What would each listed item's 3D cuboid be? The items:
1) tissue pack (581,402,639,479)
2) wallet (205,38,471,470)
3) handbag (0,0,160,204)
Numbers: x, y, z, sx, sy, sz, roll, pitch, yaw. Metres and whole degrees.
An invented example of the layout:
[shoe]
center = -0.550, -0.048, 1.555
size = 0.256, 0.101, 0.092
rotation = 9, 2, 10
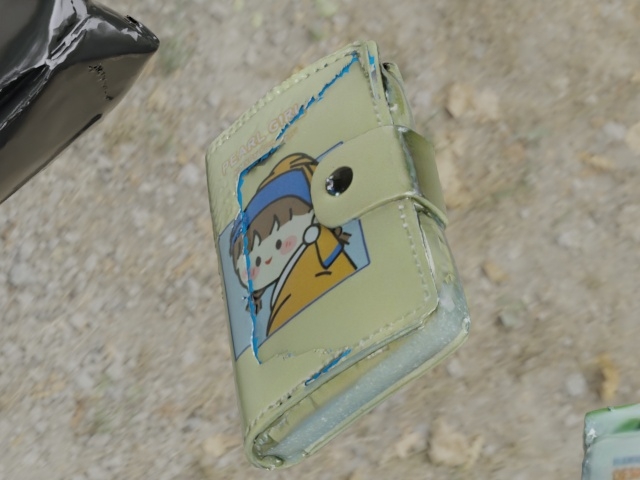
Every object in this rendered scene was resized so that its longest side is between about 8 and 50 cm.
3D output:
[tissue pack]
center = 0.294, 0.156, 0.790
size = 0.228, 0.311, 0.128
rotation = 55, 36, -43
[wallet]
center = 0.000, 0.000, 0.703
size = 0.039, 0.110, 0.155
rotation = 29, 35, -38
[handbag]
center = -0.270, -0.090, 1.334
size = 0.288, 0.342, 0.152
rotation = -45, 105, -4
